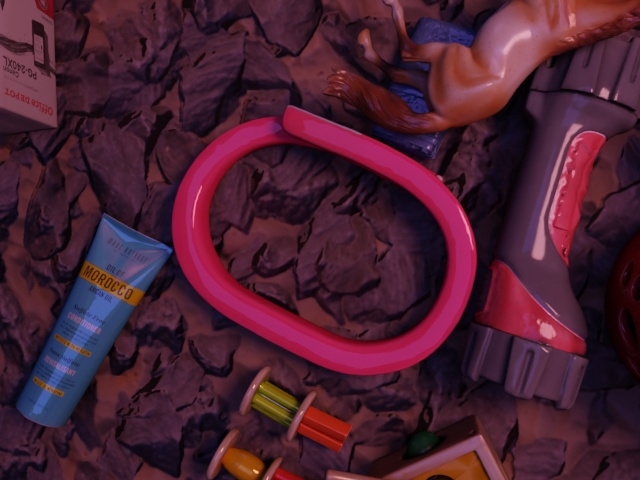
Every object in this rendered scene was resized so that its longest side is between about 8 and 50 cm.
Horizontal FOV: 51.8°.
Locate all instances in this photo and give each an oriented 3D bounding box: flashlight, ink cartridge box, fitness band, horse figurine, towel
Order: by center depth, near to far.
[{"bbox_3d":[0.133,-0.172,0.543,0.263,0.066,0.174,-40,70,12],"label":"horse figurine"},{"bbox_3d":[0.206,-0.018,0.554,0.103,0.103,0.304,17,88,47],"label":"flashlight"},{"bbox_3d":[0.097,-0.141,0.606,0.067,0.029,0.120,24,94,12],"label":"towel"},{"bbox_3d":[0.000,0.000,0.614,0.290,0.054,0.209,26,96,11],"label":"fitness band"},{"bbox_3d":[-0.312,-0.188,0.640,0.063,0.109,0.151,-4,89,7],"label":"ink cartridge box"}]

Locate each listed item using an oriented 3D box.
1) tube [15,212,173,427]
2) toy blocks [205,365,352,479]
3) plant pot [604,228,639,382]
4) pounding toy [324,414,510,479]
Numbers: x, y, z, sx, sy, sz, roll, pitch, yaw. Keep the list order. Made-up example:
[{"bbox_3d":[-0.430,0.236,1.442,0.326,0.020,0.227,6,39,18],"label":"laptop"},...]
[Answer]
[{"bbox_3d":[-0.229,0.082,0.657,0.080,0.052,0.207,28,88,-2],"label":"tube"},{"bbox_3d":[-0.016,0.204,0.609,0.148,0.054,0.123,28,95,9],"label":"toy blocks"},{"bbox_3d":[0.329,0.055,0.491,0.191,0.174,0.191,0,88,12],"label":"plant pot"},{"bbox_3d":[0.096,0.223,0.565,0.130,0.100,0.141,-28,85,8],"label":"pounding toy"}]
